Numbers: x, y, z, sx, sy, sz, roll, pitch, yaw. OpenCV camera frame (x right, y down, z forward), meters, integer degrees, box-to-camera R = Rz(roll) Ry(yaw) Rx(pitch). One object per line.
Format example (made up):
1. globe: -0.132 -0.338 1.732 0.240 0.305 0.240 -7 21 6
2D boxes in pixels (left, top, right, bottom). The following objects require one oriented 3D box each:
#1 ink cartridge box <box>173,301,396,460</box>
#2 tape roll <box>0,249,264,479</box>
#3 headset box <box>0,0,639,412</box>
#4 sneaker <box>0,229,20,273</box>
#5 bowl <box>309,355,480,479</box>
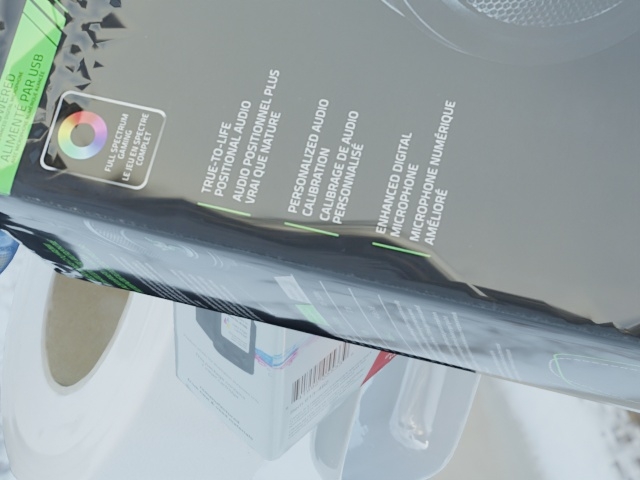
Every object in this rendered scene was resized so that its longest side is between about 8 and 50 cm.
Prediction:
1. ink cartridge box: 0.000 0.000 0.787 0.072 0.127 0.175 39 -30 24
2. tape roll: -0.108 0.039 1.127 0.100 0.286 0.286 19 40 -28
3. headset box: 0.038 -0.091 0.564 0.131 0.283 0.246 55 50 -72
4. sneaker: -0.324 -0.036 1.038 0.330 0.147 0.130 24 5 -31
5. bowl: 0.049 0.098 1.163 0.053 0.142 0.142 25 18 36
